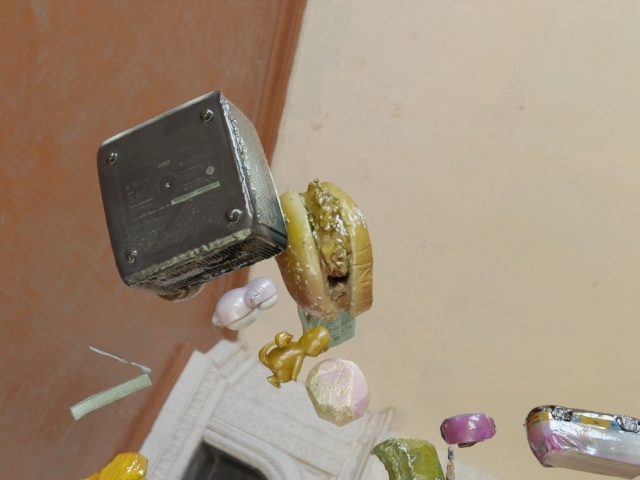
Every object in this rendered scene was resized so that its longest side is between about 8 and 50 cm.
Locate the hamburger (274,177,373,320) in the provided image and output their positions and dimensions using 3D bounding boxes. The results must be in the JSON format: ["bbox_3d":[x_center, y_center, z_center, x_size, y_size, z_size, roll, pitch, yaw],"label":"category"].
[{"bbox_3d":[0.000,0.000,1.568,0.287,0.268,0.445,108,-33,-66],"label":"hamburger"}]

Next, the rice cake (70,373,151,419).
[{"bbox_3d":[-0.655,0.486,1.691,0.245,0.042,0.045,-20,93,-30],"label":"rice cake"}]

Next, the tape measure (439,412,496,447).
[{"bbox_3d":[0.363,0.461,1.314,0.118,0.125,0.074,-33,-120,48],"label":"tape measure"}]

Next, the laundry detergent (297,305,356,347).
[{"bbox_3d":[0.019,0.222,1.838,0.215,0.105,0.280,-17,114,-26],"label":"laundry detergent"}]

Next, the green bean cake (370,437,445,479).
[{"bbox_3d":[0.302,0.788,1.805,0.124,0.233,0.236,-52,-142,39],"label":"green bean cake"}]

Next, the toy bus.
[{"bbox_3d":[0.876,0.666,1.768,0.162,0.387,0.171,-80,179,-47],"label":"toy bus"}]

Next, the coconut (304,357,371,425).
[{"bbox_3d":[0.064,0.556,1.946,0.245,0.233,0.233,73,39,-59],"label":"coconut"}]

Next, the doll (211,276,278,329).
[{"bbox_3d":[-0.195,0.161,1.349,0.160,0.094,0.365,-28,180,-20],"label":"doll"}]

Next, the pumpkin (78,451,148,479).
[{"bbox_3d":[-0.499,0.586,1.202,0.258,0.290,0.095,-33,123,-18],"label":"pumpkin"}]

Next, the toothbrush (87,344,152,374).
[{"bbox_3d":[-0.576,0.341,1.546,0.019,0.193,0.013,-60,-170,19],"label":"toothbrush"}]

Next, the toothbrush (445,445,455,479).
[{"bbox_3d":[0.344,0.596,1.420,0.321,0.023,0.031,25,57,-75],"label":"toothbrush"}]

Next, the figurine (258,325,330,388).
[{"bbox_3d":[-0.062,0.247,1.238,0.176,0.121,0.122,-29,132,1],"label":"figurine"}]

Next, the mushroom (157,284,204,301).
[{"bbox_3d":[-0.444,0.067,1.619,0.153,0.253,0.253,-40,148,-41],"label":"mushroom"}]

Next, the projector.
[{"bbox_3d":[-0.328,-0.108,1.368,0.242,0.395,0.405,35,36,-70],"label":"projector"}]
